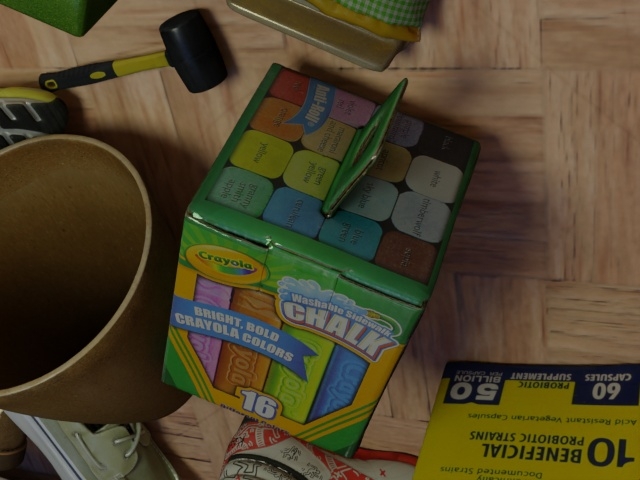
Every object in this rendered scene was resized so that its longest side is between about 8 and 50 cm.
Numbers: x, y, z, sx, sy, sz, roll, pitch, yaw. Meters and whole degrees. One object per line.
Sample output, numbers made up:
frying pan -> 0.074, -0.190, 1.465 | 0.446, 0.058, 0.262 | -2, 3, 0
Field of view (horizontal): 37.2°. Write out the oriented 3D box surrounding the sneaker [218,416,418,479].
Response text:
sneaker -> 0.020, 0.283, 0.991 | 0.270, 0.145, 0.090 | 21, 132, 6

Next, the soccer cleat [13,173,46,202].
soccer cleat -> -0.308, -0.038, 0.932 | 0.196, 0.068, 0.076 | -35, 144, 28

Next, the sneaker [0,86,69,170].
sneaker -> -0.327, -0.113, 0.859 | 0.208, 0.094, 0.081 | -9, 141, 9

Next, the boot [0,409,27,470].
boot -> -0.481, 0.166, 1.159 | 0.305, 0.112, 0.115 | 19, 101, 13

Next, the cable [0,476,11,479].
cable -> -0.420, 0.339, 1.195 | 0.257, 0.089, 0.257 | 9, 158, 30

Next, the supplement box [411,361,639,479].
supplement box -> 0.178, 0.290, 0.791 | 0.194, 0.356, 0.195 | -3, 126, 24

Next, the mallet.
mallet -> -0.168, -0.154, 0.796 | 0.190, 0.039, 0.062 | 2, 127, 26

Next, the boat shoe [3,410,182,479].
boat shoe -> -0.253, 0.225, 1.086 | 0.302, 0.109, 0.094 | 46, 127, -13

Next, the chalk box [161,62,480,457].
chalk box -> 0.000, 0.000, 0.730 | 0.179, 0.180, 0.289 | 21, 138, 4

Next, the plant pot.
plant pot -> -0.205, 0.071, 0.867 | 0.237, 0.237, 0.254 | 2, 153, 21

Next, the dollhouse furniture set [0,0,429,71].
dollhouse furniture set -> -0.061, -0.223, 0.614 | 0.301, 0.151, 0.197 | 23, 132, 3
